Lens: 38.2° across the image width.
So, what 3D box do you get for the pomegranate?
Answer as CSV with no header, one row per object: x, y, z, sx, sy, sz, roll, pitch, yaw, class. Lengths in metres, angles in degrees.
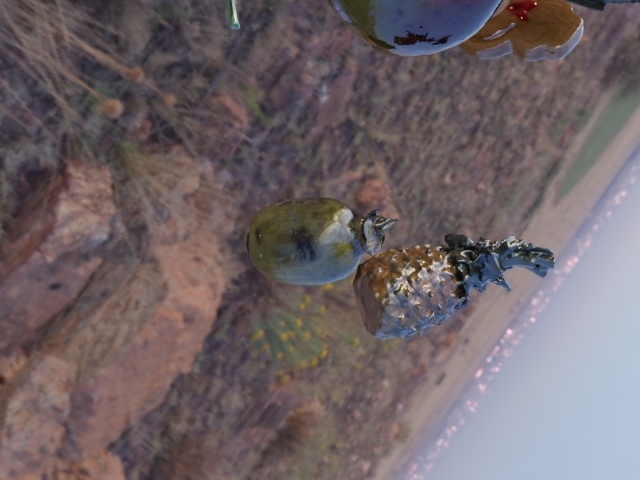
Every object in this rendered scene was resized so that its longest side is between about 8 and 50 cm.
0.128,-0.427,1.276,0.290,0.323,0.291,-8,149,-5,pomegranate

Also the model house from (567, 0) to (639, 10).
0.393,-0.486,1.406,0.204,0.243,0.211,39,65,-53,model house

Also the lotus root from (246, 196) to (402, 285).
-0.001,0.001,1.590,0.154,0.278,0.154,-4,90,-67,lotus root

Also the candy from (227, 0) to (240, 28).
-0.206,-0.637,1.925,0.119,0.440,0.119,-7,162,-2,candy

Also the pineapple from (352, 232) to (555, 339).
0.213,0.057,1.438,0.310,0.141,0.170,-15,175,-14,pineapple

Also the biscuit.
0.292,-0.398,1.591,0.202,0.333,0.047,-46,146,-21,biscuit
